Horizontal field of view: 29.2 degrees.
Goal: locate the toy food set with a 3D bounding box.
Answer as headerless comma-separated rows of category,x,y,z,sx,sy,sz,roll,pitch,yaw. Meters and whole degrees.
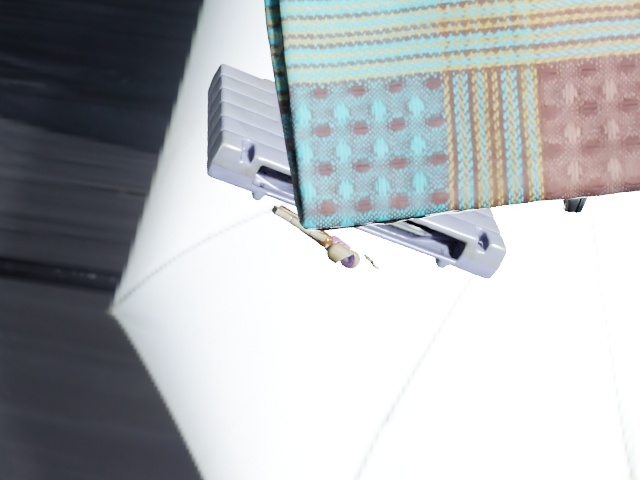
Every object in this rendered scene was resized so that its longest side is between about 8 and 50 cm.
toy food set,0.000,0.000,1.230,0.019,0.122,0.078,-58,-170,6

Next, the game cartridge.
game cartridge,0.036,-0.083,1.445,0.230,0.355,0.068,-102,-144,-62

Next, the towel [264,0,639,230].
towel,0.094,-0.200,0.469,0.040,0.271,0.370,-24,107,-80

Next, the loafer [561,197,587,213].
loafer,0.266,-0.095,1.379,0.062,0.061,0.170,-95,172,-48
